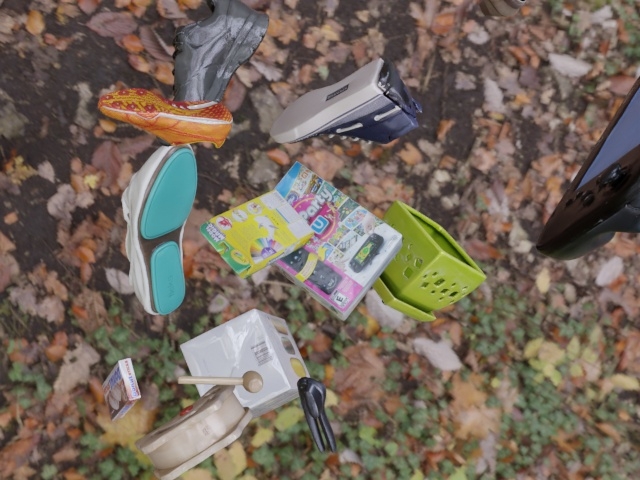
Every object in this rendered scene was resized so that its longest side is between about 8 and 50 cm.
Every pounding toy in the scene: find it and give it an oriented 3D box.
[{"bbox_3d":[-0.227,0.306,1.505,0.270,0.154,0.154,-32,96,-2],"label":"pounding toy"}]

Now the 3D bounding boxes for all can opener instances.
[{"bbox_3d":[-0.010,0.354,1.648,0.073,0.059,0.186,-52,136,-51],"label":"can opener"}]

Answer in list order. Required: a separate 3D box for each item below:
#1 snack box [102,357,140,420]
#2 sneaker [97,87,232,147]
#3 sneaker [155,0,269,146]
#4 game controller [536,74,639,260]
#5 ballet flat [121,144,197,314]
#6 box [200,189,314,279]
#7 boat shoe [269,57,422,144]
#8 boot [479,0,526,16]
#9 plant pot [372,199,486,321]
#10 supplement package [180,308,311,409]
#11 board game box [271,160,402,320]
[{"bbox_3d":[-0.320,0.241,1.312,0.022,0.178,0.064,-11,73,-27],"label":"snack box"},{"bbox_3d":[-0.205,-0.154,1.077,0.175,0.064,0.067,11,129,-17],"label":"sneaker"},{"bbox_3d":[-0.205,-0.288,1.371,0.130,0.109,0.286,33,78,-14],"label":"sneaker"},{"bbox_3d":[0.301,-0.112,0.736,0.067,0.166,0.319,44,62,-7],"label":"game controller"},{"bbox_3d":[-0.326,-0.031,1.572,0.139,0.139,0.400,-12,132,-28],"label":"ballet flat"},{"bbox_3d":[-0.104,-0.008,1.303,0.179,0.105,0.043,-27,160,-47],"label":"box"},{"bbox_3d":[0.054,-0.250,1.747,0.158,0.341,0.127,43,49,-30],"label":"boat shoe"},{"bbox_3d":[0.248,-0.376,1.179,0.042,0.087,0.118,-40,104,-22],"label":"boot"},{"bbox_3d":[0.240,0.066,2.077,0.207,0.227,0.228,-48,137,14],"label":"plant pot"},{"bbox_3d":[-0.163,0.299,1.917,0.198,0.199,0.263,-27,165,6],"label":"supplement package"},{"bbox_3d":[0.000,0.000,1.864,0.224,0.303,0.097,-52,166,-9],"label":"board game box"}]
